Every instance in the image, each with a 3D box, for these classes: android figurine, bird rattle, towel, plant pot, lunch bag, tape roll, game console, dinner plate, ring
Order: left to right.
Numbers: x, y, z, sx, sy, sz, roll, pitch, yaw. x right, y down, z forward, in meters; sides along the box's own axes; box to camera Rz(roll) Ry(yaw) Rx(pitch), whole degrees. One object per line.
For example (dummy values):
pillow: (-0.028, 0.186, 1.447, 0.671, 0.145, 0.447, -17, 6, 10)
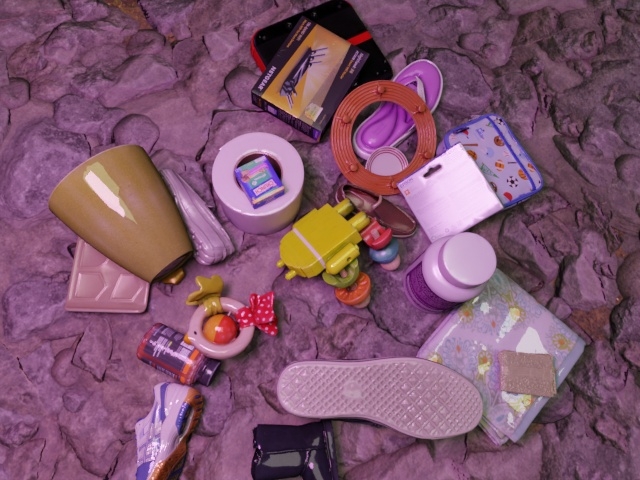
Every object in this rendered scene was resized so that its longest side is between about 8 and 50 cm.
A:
plant pot: (-0.472, -0.043, 1.167, 0.274, 0.275, 0.293, -40, 90, -14)
bird rattle: (-0.238, 0.211, 1.177, 0.253, 0.143, 0.207, 26, 55, -6)
tape roll: (-0.169, -0.154, 1.276, 0.246, 0.169, 0.246, 1, 73, -3)
game console: (-0.001, -0.597, 1.489, 0.386, 0.060, 0.342, -28, 83, -11)
android figurine: (0.000, 0.000, 1.233, 0.273, 0.056, 0.248, -40, 42, -5)
ring: (0.195, -0.302, 1.344, 0.336, 0.032, 0.337, -1, 95, -15)
dinner plate: (0.200, -0.213, 1.378, 0.141, 0.017, 0.141, -2, 97, -15)
lunch bag: (0.509, -0.234, 1.377, 0.243, 0.115, 0.304, -23, 77, -13)
towel: (0.478, 0.300, 1.222, 0.320, 0.090, 0.374, 43, 75, 8)
towel: (0.522, 0.337, 1.154, 0.148, 0.027, 0.110, 5, 73, -2)

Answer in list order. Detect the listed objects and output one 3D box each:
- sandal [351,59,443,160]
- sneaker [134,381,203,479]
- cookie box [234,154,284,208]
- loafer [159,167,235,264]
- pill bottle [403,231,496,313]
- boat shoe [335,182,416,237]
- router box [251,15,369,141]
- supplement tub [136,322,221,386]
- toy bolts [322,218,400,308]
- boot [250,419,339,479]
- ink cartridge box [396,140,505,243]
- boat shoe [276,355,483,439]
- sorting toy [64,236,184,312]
sandal: (0.258, -0.416, 1.417, 0.169, 0.102, 0.416, 34, 76, 7)
sneaker: (-0.397, 0.495, 1.110, 0.130, 0.112, 0.297, 13, 70, 19)
cookie box: (-0.156, -0.149, 1.165, 0.091, 0.040, 0.107, -29, 78, -12)
loafer: (-0.356, -0.072, 1.283, 0.111, 0.112, 0.320, -20, 71, -46)
pill bottle: (0.327, 0.084, 1.165, 0.169, 0.301, 0.169, 1, 73, -3)
boat shoe: (0.162, -0.088, 1.315, 0.257, 0.095, 0.095, 24, 73, 4)
router box: (-0.030, -0.493, 1.392, 0.242, 0.081, 0.309, 29, 77, 0)
supplement tub: (-0.355, 0.297, 1.158, 0.197, 0.106, 0.106, 27, 73, 5)
toy bolts: (0.111, 0.058, 1.275, 0.228, 0.158, 0.218, -38, 38, -4)
boot: (-0.062, 0.564, 1.099, 0.207, 0.094, 0.247, -4, 66, -9)
ink cartridge box: (0.367, -0.128, 1.303, 0.223, 0.045, 0.224, -33, 81, 25)
boat shoe: (0.144, 0.377, 1.134, 0.499, 0.156, 0.187, 4, 78, 3)
sorting toy: (-0.521, 0.089, 1.250, 0.307, 0.041, 0.229, 2, 68, -3)
